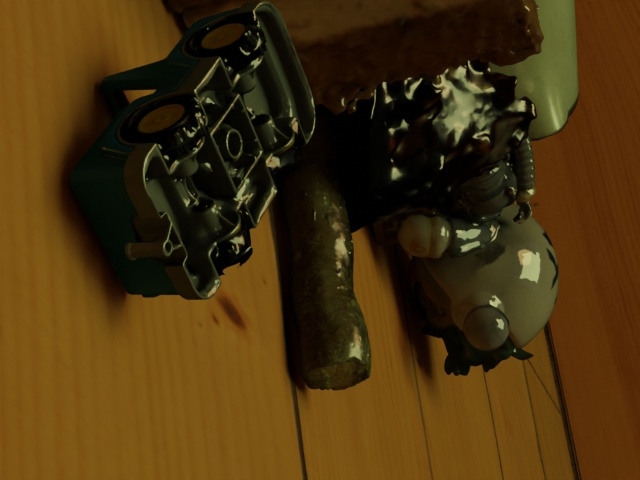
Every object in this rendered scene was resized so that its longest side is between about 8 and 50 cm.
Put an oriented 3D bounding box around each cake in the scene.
[{"bbox_3d":[0.007,-0.284,1.046,0.290,0.256,0.282,68,14,-47],"label":"cake"}]

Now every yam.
[{"bbox_3d":[0.000,0.000,1.149,0.061,0.061,0.253,58,22,-54],"label":"yam"}]

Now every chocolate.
[{"bbox_3d":[0.096,-0.121,1.256,0.224,0.177,0.206,121,-37,-69],"label":"chocolate"}]

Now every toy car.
[{"bbox_3d":[-0.080,-0.052,0.813,0.191,0.100,0.097,-60,139,-43],"label":"toy car"}]

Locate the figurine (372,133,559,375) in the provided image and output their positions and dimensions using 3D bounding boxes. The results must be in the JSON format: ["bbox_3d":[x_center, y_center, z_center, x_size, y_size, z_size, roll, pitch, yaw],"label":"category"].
[{"bbox_3d":[0.158,-0.004,1.560,0.382,0.186,0.261,68,20,-47],"label":"figurine"}]

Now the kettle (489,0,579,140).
[{"bbox_3d":[0.139,-0.330,1.657,0.361,0.250,0.376,31,-37,47],"label":"kettle"}]
